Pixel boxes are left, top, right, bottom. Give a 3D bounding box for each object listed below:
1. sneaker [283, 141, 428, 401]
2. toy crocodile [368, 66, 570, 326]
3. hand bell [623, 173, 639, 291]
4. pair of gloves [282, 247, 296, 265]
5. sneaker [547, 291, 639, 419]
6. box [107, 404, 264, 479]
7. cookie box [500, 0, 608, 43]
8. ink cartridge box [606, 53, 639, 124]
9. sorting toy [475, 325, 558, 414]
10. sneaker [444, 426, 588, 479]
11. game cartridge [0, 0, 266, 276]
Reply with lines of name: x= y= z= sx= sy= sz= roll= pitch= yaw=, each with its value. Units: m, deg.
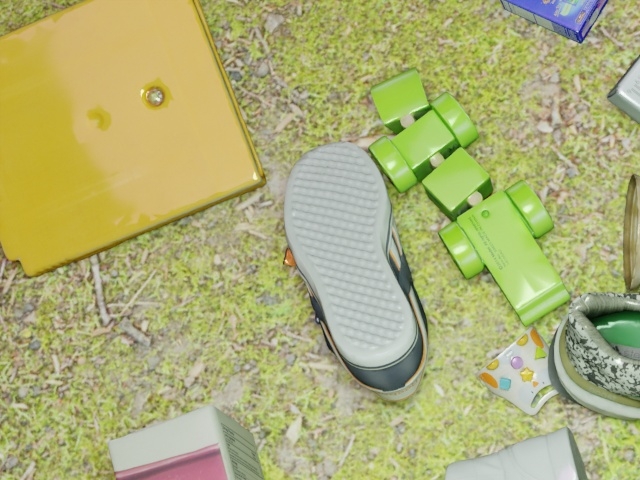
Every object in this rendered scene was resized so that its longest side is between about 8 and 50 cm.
sneaker: x=0.039 y=0.038 z=1.888 sx=0.126 sy=0.127 sz=0.321 roll=-16 pitch=49 yaw=5
toy crocodile: x=0.159 y=-0.053 z=1.900 sx=0.115 sy=0.105 sz=0.340 roll=-37 pitch=71 yaw=0
hand bell: x=0.449 y=-0.002 z=1.809 sx=0.242 sy=0.126 sz=0.126 roll=3 pitch=72 yaw=3
pair of gloves: x=0.000 y=0.000 z=1.965 sx=0.074 sy=0.010 sz=0.083 roll=14 pitch=75 yaw=19
sneaker: x=0.424 y=0.125 z=1.711 sx=0.410 sy=0.182 sz=0.158 roll=5 pitch=73 yaw=16
box: x=-0.122 y=0.314 z=1.812 sx=0.127 sy=0.148 sz=0.232 roll=-20 pitch=66 yaw=8
cookie box: x=0.276 y=-0.292 z=1.975 sx=0.107 sy=0.040 sz=0.091 roll=29 pitch=81 yaw=22
ink cartridge box: x=0.494 y=-0.192 z=1.873 sx=0.239 sy=0.060 sz=0.275 roll=39 pitch=84 yaw=1
sorting toy: x=0.224 y=0.146 z=1.842 sx=0.083 sy=0.045 sz=0.075 roll=-41 pitch=85 yaw=-1
sneaker: x=0.209 y=0.349 z=1.742 sx=0.169 sy=0.108 sz=0.292 roll=-16 pitch=59 yaw=12
game cartridge: x=-0.261 y=-0.139 z=2.024 sx=0.324 sy=0.053 sz=0.285 roll=-21 pitch=85 yaw=9
